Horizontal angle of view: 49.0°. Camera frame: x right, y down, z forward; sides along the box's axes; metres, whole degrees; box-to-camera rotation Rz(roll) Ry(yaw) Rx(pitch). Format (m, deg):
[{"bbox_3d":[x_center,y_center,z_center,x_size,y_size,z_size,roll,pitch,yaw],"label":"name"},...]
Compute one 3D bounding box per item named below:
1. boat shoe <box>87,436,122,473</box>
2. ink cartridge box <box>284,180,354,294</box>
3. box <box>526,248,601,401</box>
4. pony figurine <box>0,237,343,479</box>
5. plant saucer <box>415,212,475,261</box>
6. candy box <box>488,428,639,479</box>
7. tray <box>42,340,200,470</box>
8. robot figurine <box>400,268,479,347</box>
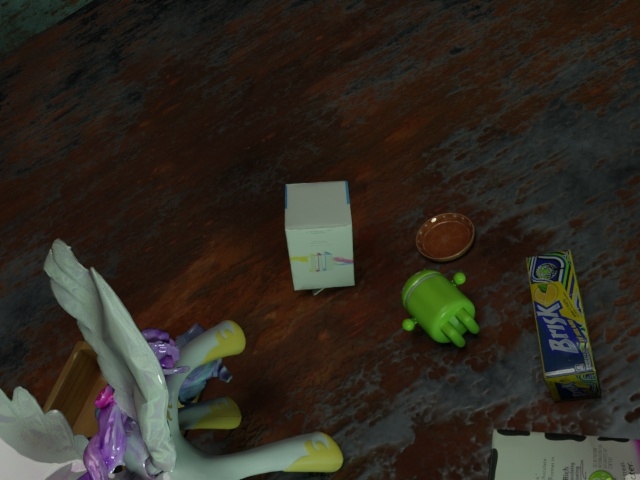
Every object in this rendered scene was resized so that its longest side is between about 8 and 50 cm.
[{"bbox_3d":[-0.367,0.357,0.757,0.132,0.130,0.355,25,66,41],"label":"boat shoe"},{"bbox_3d":[0.000,0.000,0.993,0.089,0.143,0.092,-4,47,1],"label":"ink cartridge box"},{"bbox_3d":[0.278,0.095,0.807,0.054,0.059,0.169,-14,46,20],"label":"box"},{"bbox_3d":[-0.178,0.199,0.712,0.351,0.363,0.303,49,115,13],"label":"pony figurine"},{"bbox_3d":[0.176,-0.003,0.984,0.083,0.013,0.083,-15,45,15],"label":"plant saucer"},{"bbox_3d":[0.273,0.268,0.645,0.233,0.071,0.159,-2,53,26],"label":"candy box"},{"bbox_3d":[-0.309,0.327,0.901,0.202,0.076,0.411,-2,51,26],"label":"tray"},{"bbox_3d":[0.147,0.082,0.882,0.101,0.067,0.115,-44,44,3],"label":"robot figurine"}]
